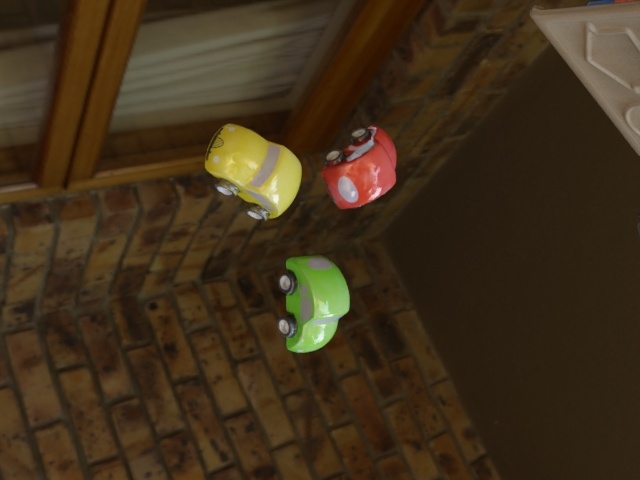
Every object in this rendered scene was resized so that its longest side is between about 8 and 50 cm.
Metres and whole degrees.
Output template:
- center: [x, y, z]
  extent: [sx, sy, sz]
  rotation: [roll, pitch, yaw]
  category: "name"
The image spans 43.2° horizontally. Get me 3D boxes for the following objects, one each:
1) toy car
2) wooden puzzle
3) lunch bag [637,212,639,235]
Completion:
- center: [0.000, 0.000, 0.776]
  extent: [0.053, 0.239, 0.224]
  rotation: [7, -80, 46]
  category: "toy car"
- center: [0.477, -0.207, 1.034]
  extent: [0.080, 0.322, 0.348]
  rotation: [-54, -148, -6]
  category: "wooden puzzle"
- center: [0.500, 0.042, 0.798]
  extent: [0.305, 0.212, 0.255]
  rotation: [-20, -93, 21]
  category: "lunch bag"
